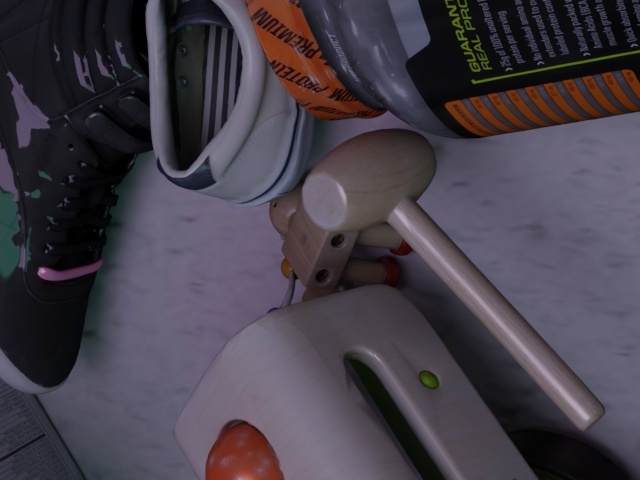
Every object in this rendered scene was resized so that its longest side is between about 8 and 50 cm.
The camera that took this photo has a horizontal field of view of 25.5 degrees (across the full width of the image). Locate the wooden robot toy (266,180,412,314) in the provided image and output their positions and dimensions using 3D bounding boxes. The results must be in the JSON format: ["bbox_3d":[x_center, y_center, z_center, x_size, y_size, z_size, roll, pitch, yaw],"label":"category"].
[{"bbox_3d":[0.000,0.000,0.830,0.079,0.076,0.173,51,124,46],"label":"wooden robot toy"}]

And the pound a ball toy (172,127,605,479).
[{"bbox_3d":[0.040,0.128,0.695,0.319,0.136,0.208,56,137,23],"label":"pound a ball toy"}]

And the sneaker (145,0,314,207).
[{"bbox_3d":[-0.046,-0.148,0.767,0.094,0.091,0.258,-3,88,28],"label":"sneaker"}]

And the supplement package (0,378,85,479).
[{"bbox_3d":[-0.251,0.263,0.924,0.199,0.198,0.262,-33,88,27],"label":"supplement package"}]

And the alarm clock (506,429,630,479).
[{"bbox_3d":[0.105,0.168,0.809,0.192,0.064,0.129,14,109,18],"label":"alarm clock"}]

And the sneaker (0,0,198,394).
[{"bbox_3d":[-0.140,-0.043,0.847,0.147,0.104,0.295,6,101,29],"label":"sneaker"}]

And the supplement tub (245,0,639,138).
[{"bbox_3d":[0.132,-0.153,0.643,0.316,0.193,0.193,-7,99,26],"label":"supplement tub"}]
